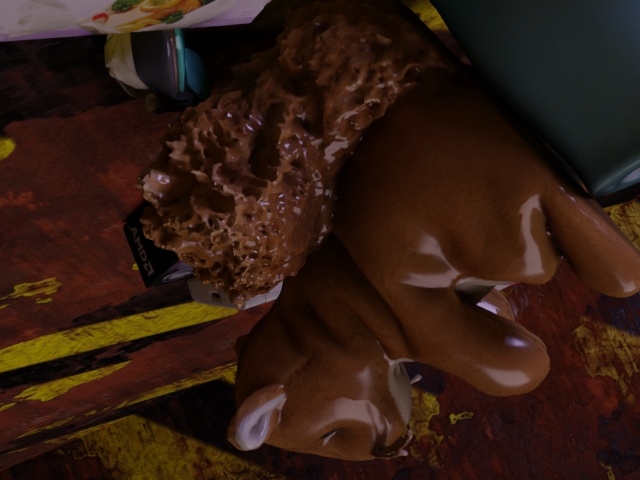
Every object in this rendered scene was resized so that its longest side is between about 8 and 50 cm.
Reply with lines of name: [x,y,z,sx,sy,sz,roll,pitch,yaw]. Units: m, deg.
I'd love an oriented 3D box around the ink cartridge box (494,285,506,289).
ink cartridge box: [0.124,-0.013,1.222,0.237,0.172,0.100,-19,168,-24]

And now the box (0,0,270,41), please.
box: [-0.164,-0.167,0.696,0.324,0.067,0.063,-12,163,-40]

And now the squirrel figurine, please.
squirrel figurine: [0.021,0.005,0.991,0.370,0.397,0.281,-45,-159,18]

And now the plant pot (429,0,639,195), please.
plant pot: [0.235,-0.184,0.887,0.271,0.255,0.272,-25,170,-4]

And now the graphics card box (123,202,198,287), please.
graphics card box: [-0.043,-0.071,1.296,0.232,0.094,0.371,-14,166,-42]

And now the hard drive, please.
hard drive: [-0.007,0.029,1.767,0.353,0.047,0.233,-19,-172,-24]

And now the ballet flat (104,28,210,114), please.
ballet flat: [-0.131,-0.138,0.887,0.074,0.074,0.203,-23,174,-2]
